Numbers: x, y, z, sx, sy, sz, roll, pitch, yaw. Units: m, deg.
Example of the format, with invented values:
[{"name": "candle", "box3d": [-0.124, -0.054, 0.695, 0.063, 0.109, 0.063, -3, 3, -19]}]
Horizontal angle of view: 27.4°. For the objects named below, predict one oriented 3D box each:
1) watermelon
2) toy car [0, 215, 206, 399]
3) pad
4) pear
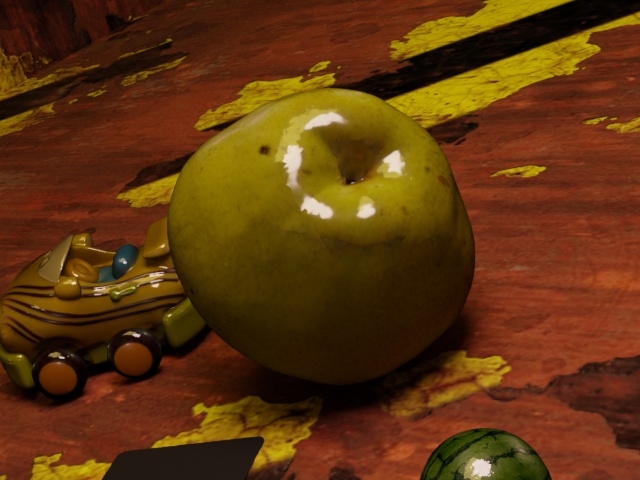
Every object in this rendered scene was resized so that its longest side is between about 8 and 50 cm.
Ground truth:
[{"name": "watermelon", "box3d": [0.115, 0.184, 0.942, 0.109, 0.109, 0.109, -16, 23, 7]}, {"name": "toy car", "box3d": [-0.248, 0.061, 1.447, 0.248, 0.142, 0.200, -16, 22, 1]}, {"name": "pad", "box3d": [-0.136, 0.217, 1.187, 0.157, 0.003, 0.112, -9, 24, 21]}, {"name": "pear", "box3d": [0.000, 0.000, 1.229, 0.294, 0.294, 0.294, -16, 23, 7]}]
